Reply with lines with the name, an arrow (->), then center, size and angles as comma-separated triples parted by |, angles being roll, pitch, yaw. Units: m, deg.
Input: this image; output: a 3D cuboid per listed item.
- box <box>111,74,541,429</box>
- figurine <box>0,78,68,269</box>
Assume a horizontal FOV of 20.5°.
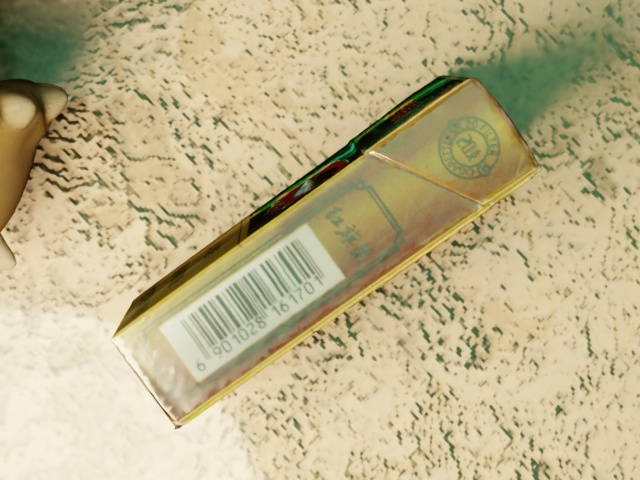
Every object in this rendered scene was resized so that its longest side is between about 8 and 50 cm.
box -> 0.000, 0.000, 0.996 | 0.240, 0.159, 0.071 | -36, 94, 1
figurine -> -0.229, -0.095, 1.003 | 0.173, 0.177, 0.247 | 15, 81, 23
